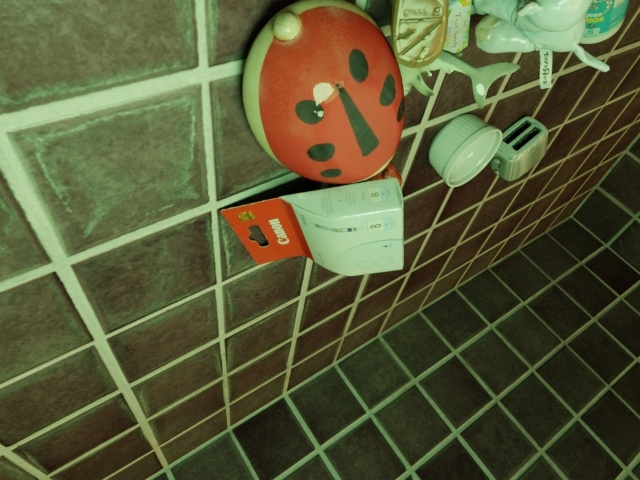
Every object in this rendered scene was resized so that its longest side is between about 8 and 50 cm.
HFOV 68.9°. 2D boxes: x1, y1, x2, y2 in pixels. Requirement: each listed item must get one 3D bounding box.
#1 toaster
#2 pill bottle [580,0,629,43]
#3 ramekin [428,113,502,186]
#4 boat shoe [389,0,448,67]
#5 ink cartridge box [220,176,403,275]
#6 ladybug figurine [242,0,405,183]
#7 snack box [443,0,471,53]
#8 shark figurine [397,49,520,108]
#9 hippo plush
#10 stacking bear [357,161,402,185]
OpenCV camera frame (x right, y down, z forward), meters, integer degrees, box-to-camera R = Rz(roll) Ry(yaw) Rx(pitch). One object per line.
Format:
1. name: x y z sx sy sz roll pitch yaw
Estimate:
1. toaster: 0.694 -0.323 1.613 0.227 0.129 0.146 -38 151 1
2. pill bottle: 0.666 -0.611 1.116 0.146 0.146 0.264 -43 152 6
3. ramekin: 0.414 -0.269 1.364 0.207 0.109 0.207 -30 152 -18
4. boat shoe: 0.164 -0.469 0.755 0.123 0.123 0.342 -3 126 -2
5. ink cartridge box: 0.000 0.000 1.093 0.384 0.091 0.308 -10 153 5
6. ladybug figurine: 0.032 -0.240 0.867 0.305 0.162 0.449 -43 153 8
7. snack box: 0.266 -0.445 0.985 0.100 0.037 0.141 -38 153 -5
8. shark figurine: 0.227 -0.359 0.912 0.166 0.278 0.116 42 78 -36
9. hippo plush: 0.401 -0.441 0.877 0.234 0.295 0.236 -11 -173 26
10. stacking bear: 0.139 -0.088 1.252 0.164 0.175 0.289 -8 134 -18
